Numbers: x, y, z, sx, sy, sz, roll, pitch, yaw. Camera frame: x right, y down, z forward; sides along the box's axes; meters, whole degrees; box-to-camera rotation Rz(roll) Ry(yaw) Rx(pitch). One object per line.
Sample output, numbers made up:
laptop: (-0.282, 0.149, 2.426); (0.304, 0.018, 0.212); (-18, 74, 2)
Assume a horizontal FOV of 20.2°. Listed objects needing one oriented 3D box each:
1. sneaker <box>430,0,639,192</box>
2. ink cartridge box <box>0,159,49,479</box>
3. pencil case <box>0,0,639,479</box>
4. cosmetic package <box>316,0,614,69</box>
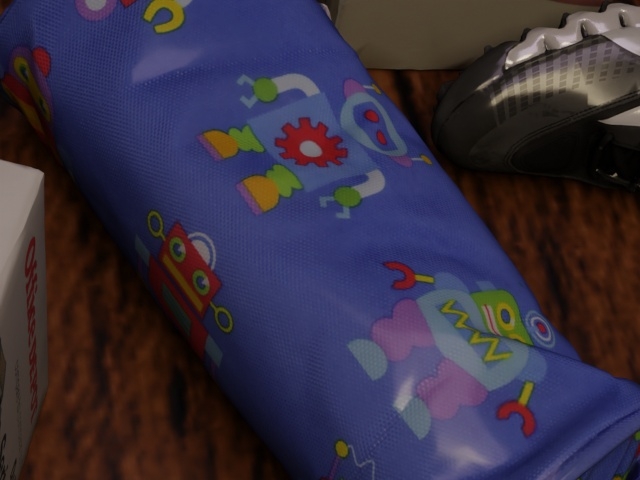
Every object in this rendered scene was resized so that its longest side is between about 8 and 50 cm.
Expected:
sneaker: (0.165, -0.042, 0.747); (0.234, 0.078, 0.106); (-5, 57, -15)
ink cartridge box: (-0.157, 0.090, 0.567); (0.093, 0.154, 0.212); (13, 57, -1)
pencil case: (0.000, 0.000, 0.671); (0.133, 0.119, 0.306); (-24, 64, -31)
cosmetic package: (0.077, -0.213, 0.713); (0.129, 0.296, 0.153); (1, 59, -10)
